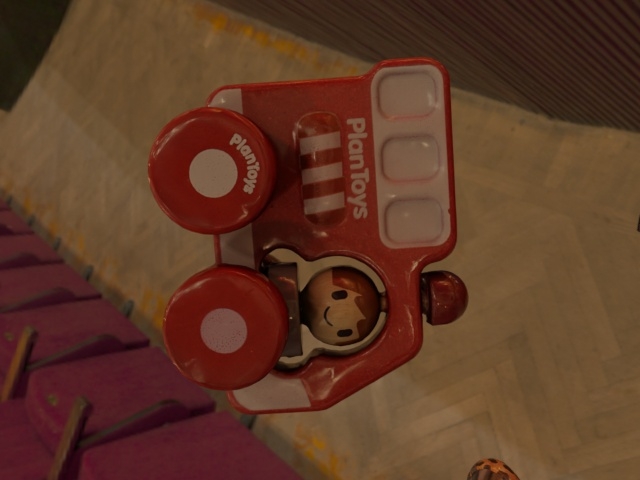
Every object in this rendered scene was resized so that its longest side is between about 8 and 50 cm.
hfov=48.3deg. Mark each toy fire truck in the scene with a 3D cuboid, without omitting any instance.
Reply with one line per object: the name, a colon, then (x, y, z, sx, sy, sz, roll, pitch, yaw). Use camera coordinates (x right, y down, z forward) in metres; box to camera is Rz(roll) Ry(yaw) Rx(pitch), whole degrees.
toy fire truck: (0.000, 0.000, 0.628, 0.169, 0.254, 0.302, -59, -35, -85)

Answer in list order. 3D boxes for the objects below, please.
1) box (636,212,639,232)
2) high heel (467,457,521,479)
box: (0.509, -0.036, 0.796, 0.232, 0.059, 0.183, 31, 64, 33)
high heel: (0.302, 0.405, 0.946, 0.261, 0.186, 0.093, 42, 111, 5)
